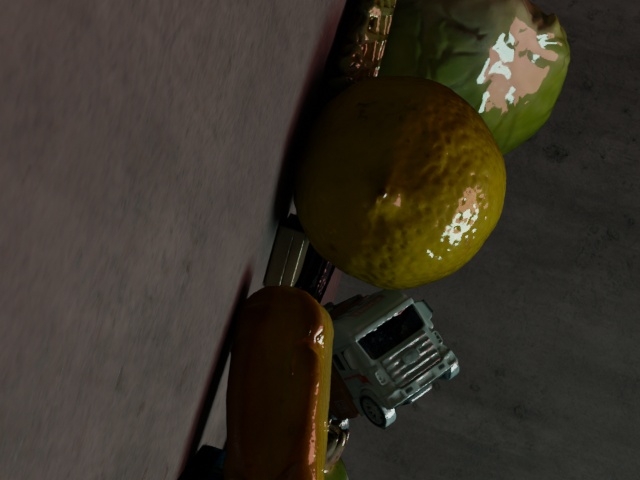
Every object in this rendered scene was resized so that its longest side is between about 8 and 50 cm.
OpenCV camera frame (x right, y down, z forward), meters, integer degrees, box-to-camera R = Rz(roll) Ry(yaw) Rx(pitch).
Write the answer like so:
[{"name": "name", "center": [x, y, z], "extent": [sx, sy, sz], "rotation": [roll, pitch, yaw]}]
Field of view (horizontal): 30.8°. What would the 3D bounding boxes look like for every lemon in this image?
[{"name": "lemon", "center": [0.090, -0.068, 1.336], "extent": [0.267, 0.267, 0.267], "rotation": [17, 90, -86]}]

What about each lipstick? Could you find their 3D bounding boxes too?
[{"name": "lipstick", "center": [0.000, 0.000, 1.551], "extent": [0.081, 0.081, 0.300], "rotation": [98, 14, -64]}]

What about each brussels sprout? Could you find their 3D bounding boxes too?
[{"name": "brussels sprout", "center": [0.192, -0.255, 1.675], "extent": [0.344, 0.344, 0.268], "rotation": [103, -32, -43]}]

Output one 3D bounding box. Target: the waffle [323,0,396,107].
[{"name": "waffle", "center": [0.049, -0.226, 1.460], "extent": [0.214, 0.054, 0.208], "rotation": [99, 8, -60]}]

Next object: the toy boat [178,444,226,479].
[{"name": "toy boat", "center": [-0.115, 0.308, 1.171], "extent": [0.299, 0.092, 0.134], "rotation": [-54, 164, -80]}]

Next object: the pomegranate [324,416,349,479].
[{"name": "pomegranate", "center": [-0.036, 0.307, 1.532], "extent": [0.210, 0.180, 0.180], "rotation": [-55, -175, 27]}]

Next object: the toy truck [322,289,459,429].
[{"name": "toy truck", "center": [0.044, 0.156, 1.545], "extent": [0.136, 0.162, 0.305], "rotation": [-32, -179, -26]}]

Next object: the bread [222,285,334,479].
[{"name": "bread", "center": [-0.040, 0.169, 1.196], "extent": [0.094, 0.102, 0.246], "rotation": [39, 53, -68]}]

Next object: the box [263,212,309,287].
[{"name": "box", "center": [-0.038, 0.017, 1.403], "extent": [0.079, 0.035, 0.083], "rotation": [-57, 164, -76]}]
